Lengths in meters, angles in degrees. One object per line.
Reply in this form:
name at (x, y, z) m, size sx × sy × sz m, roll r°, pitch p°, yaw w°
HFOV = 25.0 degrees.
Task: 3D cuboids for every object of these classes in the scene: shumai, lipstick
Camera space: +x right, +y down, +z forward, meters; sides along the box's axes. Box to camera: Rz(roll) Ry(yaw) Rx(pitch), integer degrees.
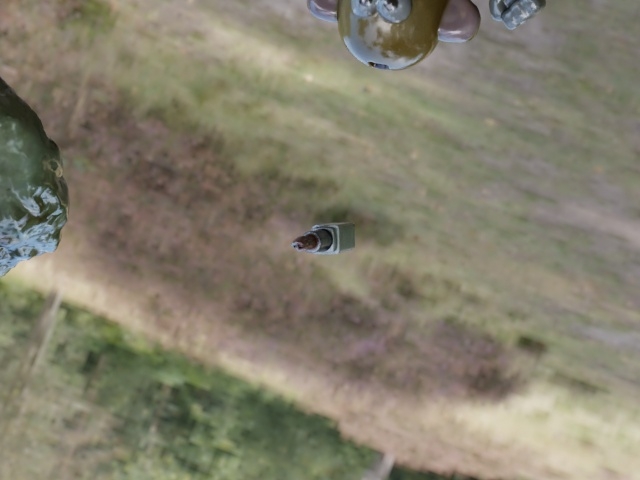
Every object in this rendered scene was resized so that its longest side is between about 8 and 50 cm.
shumai at (-0.383, -0.028, 1.158) m, size 0.304 × 0.263 × 0.309 m, roll 33°, pitch 153°, yaw 10°
lipstick at (0.000, 0.000, 1.220) m, size 0.025 × 0.025 × 0.107 m, roll 0°, pitch -176°, yaw 21°

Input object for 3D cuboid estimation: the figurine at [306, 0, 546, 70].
figurine at (0.100, -0.343, 1.716) m, size 0.343 × 0.284 × 0.167 m, roll 17°, pitch -174°, yaw 38°
